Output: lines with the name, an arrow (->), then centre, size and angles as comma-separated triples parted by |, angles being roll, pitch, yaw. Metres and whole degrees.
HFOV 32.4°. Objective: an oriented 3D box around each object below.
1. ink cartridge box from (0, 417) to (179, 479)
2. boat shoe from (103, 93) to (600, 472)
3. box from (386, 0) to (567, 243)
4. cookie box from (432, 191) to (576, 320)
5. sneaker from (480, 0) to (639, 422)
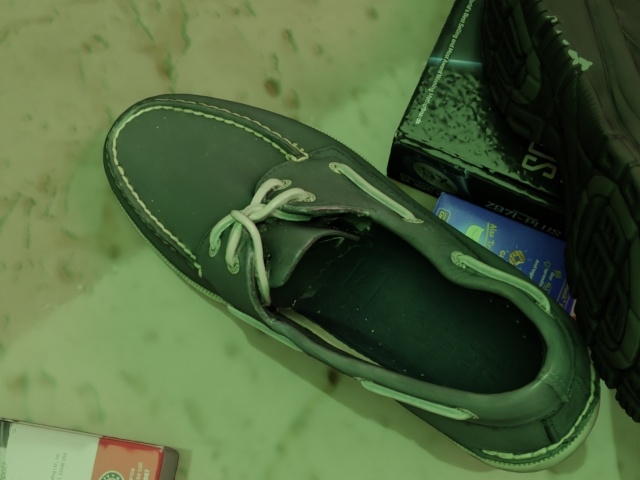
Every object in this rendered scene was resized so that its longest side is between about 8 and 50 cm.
ink cartridge box -> -0.161, 0.151, 0.581 | 0.150, 0.063, 0.109 | 9, 79, 3
boat shoe -> 0.000, 0.000, 0.566 | 0.319, 0.099, 0.116 | 34, 84, 24
box -> 0.139, -0.095, 0.625 | 0.147, 0.077, 0.180 | 24, 79, 5
cookie box -> 0.099, 0.037, 0.615 | 0.107, 0.040, 0.092 | 23, 80, 6
sneaker -> 0.167, -0.037, 0.495 | 0.130, 0.109, 0.286 | -7, 62, -9
